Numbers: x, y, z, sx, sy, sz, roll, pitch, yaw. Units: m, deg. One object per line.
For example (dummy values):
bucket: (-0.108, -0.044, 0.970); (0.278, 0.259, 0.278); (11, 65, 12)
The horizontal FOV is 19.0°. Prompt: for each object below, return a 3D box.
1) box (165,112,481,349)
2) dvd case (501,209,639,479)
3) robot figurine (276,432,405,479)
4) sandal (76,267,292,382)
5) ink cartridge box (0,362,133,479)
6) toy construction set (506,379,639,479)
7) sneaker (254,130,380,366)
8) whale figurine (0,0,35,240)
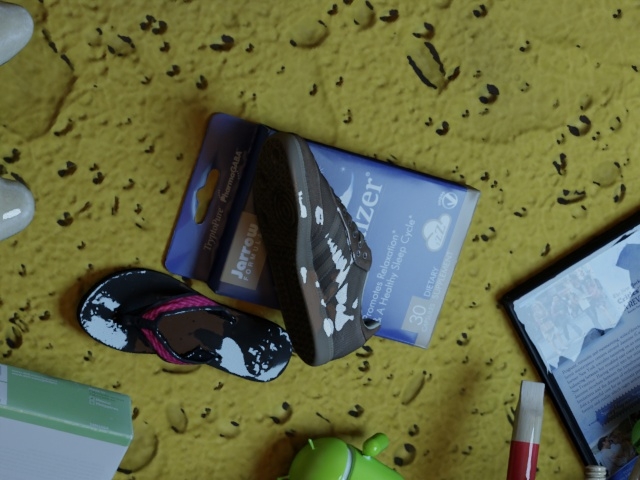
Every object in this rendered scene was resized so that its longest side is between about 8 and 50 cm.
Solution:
box: (0.002, -0.006, 1.500); (0.225, 0.036, 0.136); (15, 98, -19)
dvd case: (0.281, 0.106, 1.623); (0.180, 0.022, 0.253); (-31, 111, -7)
robot figurine: (0.023, 0.202, 1.541); (0.115, 0.067, 0.101); (32, 104, -21)
sandal: (-0.100, 0.069, 1.483); (0.179, 0.040, 0.067); (17, 98, -21)
ink cartridge box: (-0.263, 0.200, 1.460); (0.171, 0.056, 0.235); (16, 123, -20)
toy construction set: (0.309, 0.152, 1.540); (0.309, 0.257, 0.237); (7, 85, -8)
sneaker: (0.000, 0.000, 1.456); (0.071, 0.066, 0.188); (-20, 114, -28)
whale figurine: (-0.306, -0.063, 1.356); (0.216, 0.141, 0.272); (27, 70, -22)
